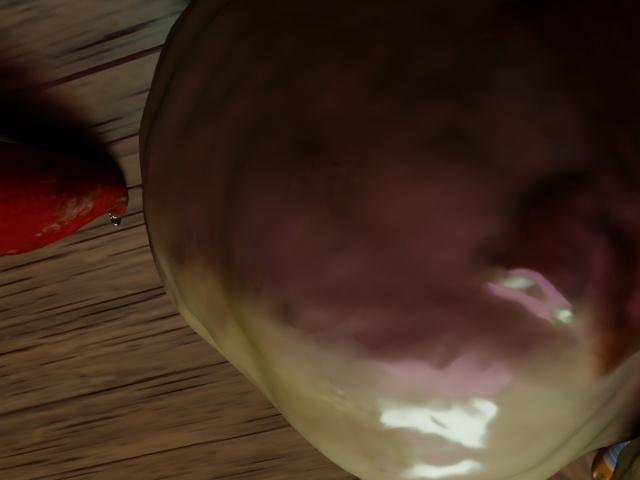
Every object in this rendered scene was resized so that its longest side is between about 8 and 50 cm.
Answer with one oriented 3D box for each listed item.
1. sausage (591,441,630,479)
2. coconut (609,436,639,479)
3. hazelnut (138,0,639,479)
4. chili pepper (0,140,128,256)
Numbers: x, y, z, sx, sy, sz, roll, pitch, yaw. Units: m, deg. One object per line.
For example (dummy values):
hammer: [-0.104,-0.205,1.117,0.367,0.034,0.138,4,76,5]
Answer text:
sausage: [0.193,0.126,0.966,0.031,0.031,0.107,12,145,-12]
coconut: [0.303,0.180,0.648,0.404,0.405,0.404,2,145,2]
hazelnut: [0.050,-0.030,0.629,0.261,0.261,0.241,-3,112,8]
chili pepper: [-0.270,-0.031,0.710,0.368,0.092,0.137,13,-177,-10]
